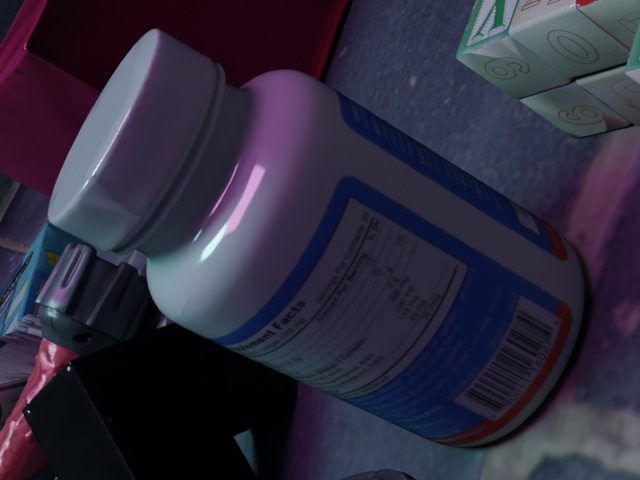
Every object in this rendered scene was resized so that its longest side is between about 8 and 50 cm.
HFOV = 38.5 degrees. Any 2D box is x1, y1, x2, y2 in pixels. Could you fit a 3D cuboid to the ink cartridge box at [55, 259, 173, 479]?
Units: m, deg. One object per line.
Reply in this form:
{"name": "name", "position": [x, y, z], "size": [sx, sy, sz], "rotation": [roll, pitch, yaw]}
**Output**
{"name": "ink cartridge box", "position": [-0.149, 0.151, 0.750], "size": [0.165, 0.065, 0.332], "rotation": [-18, 49, 57]}

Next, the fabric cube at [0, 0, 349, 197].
{"name": "fabric cube", "position": [-0.164, -0.170, 0.900], "size": [0.258, 0.259, 0.254], "rotation": [-21, 44, 53]}

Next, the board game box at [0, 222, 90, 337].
{"name": "board game box", "position": [-0.427, 0.170, 1.269], "size": [0.253, 0.079, 0.336], "rotation": [-50, 26, 23]}

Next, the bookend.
{"name": "bookend", "position": [-0.076, 0.133, 0.583], "size": [0.157, 0.156, 0.072], "rotation": [-20, -17, -50]}

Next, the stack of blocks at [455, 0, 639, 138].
{"name": "stack of blocks", "position": [0.183, -0.119, 0.347], "size": [0.297, 0.087, 0.171], "rotation": [-7, 58, 62]}

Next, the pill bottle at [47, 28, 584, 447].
{"name": "pill bottle", "position": [0.000, 0.000, 0.415], "size": [0.124, 0.222, 0.124], "rotation": [-45, 27, 32]}

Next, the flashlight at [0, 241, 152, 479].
{"name": "flashlight", "position": [-0.234, 0.149, 0.714], "size": [0.103, 0.103, 0.304], "rotation": [0, 64, 65]}

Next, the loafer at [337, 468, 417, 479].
{"name": "loafer", "position": [-0.034, 0.214, 0.437], "size": [0.302, 0.095, 0.109], "rotation": [-42, 9, 28]}

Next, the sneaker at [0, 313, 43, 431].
{"name": "sneaker", "position": [-0.300, 0.182, 0.880], "size": [0.315, 0.128, 0.182], "rotation": [-5, -71, -77]}
